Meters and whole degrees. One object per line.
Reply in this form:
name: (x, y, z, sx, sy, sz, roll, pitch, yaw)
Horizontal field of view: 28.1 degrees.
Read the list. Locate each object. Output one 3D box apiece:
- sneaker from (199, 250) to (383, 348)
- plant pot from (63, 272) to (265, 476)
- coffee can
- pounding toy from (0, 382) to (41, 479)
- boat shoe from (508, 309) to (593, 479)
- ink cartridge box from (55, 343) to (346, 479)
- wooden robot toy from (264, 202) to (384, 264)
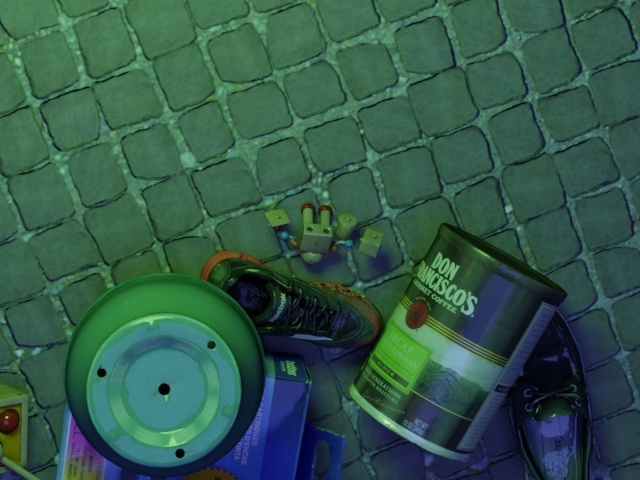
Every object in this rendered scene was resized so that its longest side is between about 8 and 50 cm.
sneaker: (-0.037, 0.097, 1.809, 0.276, 0.135, 0.097, 20, 96, -10)
plant pot: (-0.194, 0.178, 1.605, 0.272, 0.255, 0.271, 0, 90, -7)
coffee can: (0.192, 0.142, 1.802, 0.201, 0.201, 0.275, 28, 97, -9)
pounding toy: (-0.464, 0.287, 1.807, 0.130, 0.100, 0.141, -7, 105, -44)
boat shoe: (0.341, 0.258, 1.881, 0.127, 0.113, 0.340, -4, 101, -4)
ink cartridge box: (-0.168, 0.288, 1.828, 0.395, 0.151, 0.270, 8, 100, -8)
wooden robot toy: (0.000, 0.000, 1.841, 0.173, 0.076, 0.079, 8, 135, -6)
